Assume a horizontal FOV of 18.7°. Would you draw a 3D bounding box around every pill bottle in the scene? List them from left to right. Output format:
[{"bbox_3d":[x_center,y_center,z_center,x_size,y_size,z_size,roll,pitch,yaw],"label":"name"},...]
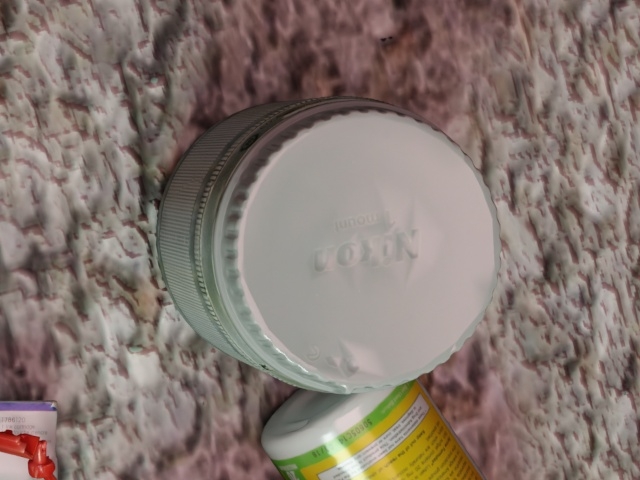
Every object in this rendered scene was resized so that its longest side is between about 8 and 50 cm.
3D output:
[{"bbox_3d":[0.071,0.222,1.590,0.136,0.136,0.245,-36,101,-11],"label":"pill bottle"}]

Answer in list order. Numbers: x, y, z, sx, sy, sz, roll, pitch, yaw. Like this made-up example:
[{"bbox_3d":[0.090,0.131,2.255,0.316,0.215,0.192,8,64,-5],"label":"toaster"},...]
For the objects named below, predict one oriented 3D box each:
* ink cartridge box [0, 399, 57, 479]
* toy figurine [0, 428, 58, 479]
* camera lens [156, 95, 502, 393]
[{"bbox_3d":[-0.294,0.286,1.533,0.165,0.065,0.332,2,93,-15],"label":"ink cartridge box"},{"bbox_3d":[-0.345,0.298,1.433,0.217,0.191,0.362,13,77,16],"label":"toy figurine"},{"bbox_3d":[0.000,0.000,1.488,0.219,0.274,0.219,-1,92,-15],"label":"camera lens"}]
